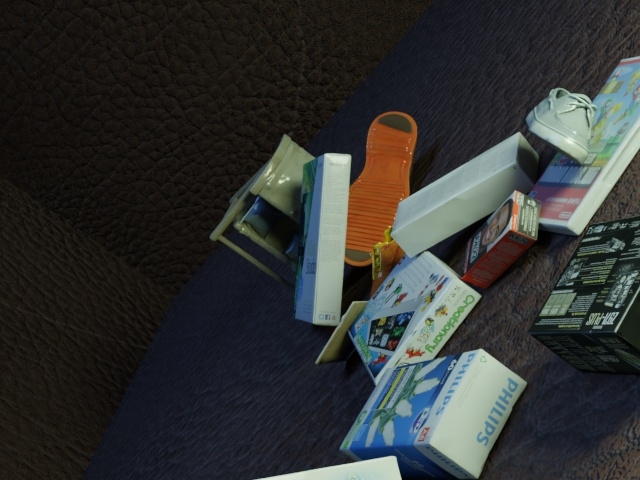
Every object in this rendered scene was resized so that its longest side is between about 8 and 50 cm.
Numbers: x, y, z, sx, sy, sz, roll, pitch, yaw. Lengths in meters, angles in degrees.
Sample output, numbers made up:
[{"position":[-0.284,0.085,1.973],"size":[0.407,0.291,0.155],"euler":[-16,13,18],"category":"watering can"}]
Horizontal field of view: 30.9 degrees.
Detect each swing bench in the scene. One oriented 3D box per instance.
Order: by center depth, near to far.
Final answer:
[{"position":[-0.058,-0.049,2.536],"size":[0.254,0.253,0.165],"euler":[-46,14,39],"category":"swing bench"}]

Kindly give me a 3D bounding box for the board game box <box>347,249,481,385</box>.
[{"position":[0.135,0.114,1.776],"size":[0.193,0.053,0.305],"euler":[-53,11,5],"category":"board game box"}]

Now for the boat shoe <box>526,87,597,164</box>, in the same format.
[{"position":[0.336,-0.168,1.591],"size":[0.081,0.079,0.227],"euler":[-56,8,15],"category":"boat shoe"}]

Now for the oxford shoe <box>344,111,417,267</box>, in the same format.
[{"position":[0.125,-0.081,2.325],"size":[0.132,0.130,0.363],"euler":[82,-155,-56],"category":"oxford shoe"}]

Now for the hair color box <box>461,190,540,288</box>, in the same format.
[{"position":[0.249,0.001,1.602],"size":[0.141,0.043,0.072],"euler":[127,161,-50],"category":"hair color box"}]

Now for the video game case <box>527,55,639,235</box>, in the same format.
[{"position":[0.382,-0.133,1.573],"size":[0.285,0.025,0.204],"euler":[-55,11,-3],"category":"video game case"}]

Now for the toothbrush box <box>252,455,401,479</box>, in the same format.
[{"position":[-0.012,0.347,0.983],"size":[0.122,0.206,0.283],"euler":[-41,58,52],"category":"toothbrush box"}]

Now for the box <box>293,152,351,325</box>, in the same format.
[{"position":[0.000,0.000,2.244],"size":[0.232,0.059,0.321],"euler":[171,104,-79],"category":"box"}]

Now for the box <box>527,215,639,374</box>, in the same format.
[{"position":[0.312,0.054,1.170],"size":[0.147,0.077,0.180],"euler":[-57,11,-14],"category":"box"}]

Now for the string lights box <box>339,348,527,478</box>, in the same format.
[{"position":[0.133,0.219,1.420],"size":[0.133,0.077,0.260],"euler":[-57,12,-22],"category":"string lights box"}]

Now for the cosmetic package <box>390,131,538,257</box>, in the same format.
[{"position":[0.225,-0.068,1.804],"size":[0.239,0.060,0.099],"euler":[-31,20,29],"category":"cosmetic package"}]

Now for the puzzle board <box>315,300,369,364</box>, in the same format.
[{"position":[0.047,0.153,1.949],"size":[0.096,0.011,0.128],"euler":[2,-57,-59],"category":"puzzle board"}]

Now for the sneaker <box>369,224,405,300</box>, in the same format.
[{"position":[0.111,0.047,2.041],"size":[0.064,0.067,0.175],"euler":[-41,19,42],"category":"sneaker"}]
